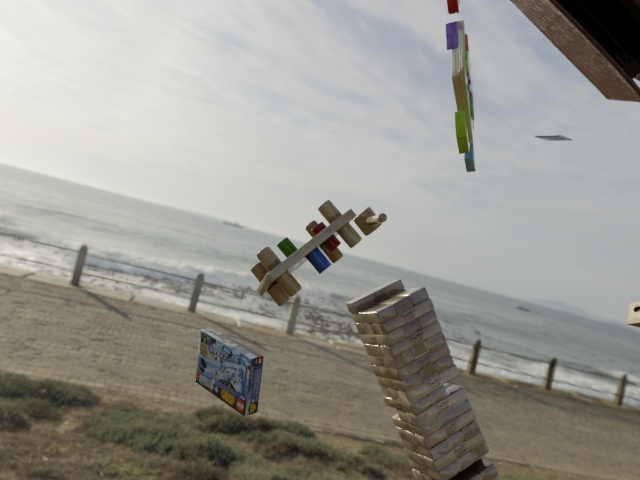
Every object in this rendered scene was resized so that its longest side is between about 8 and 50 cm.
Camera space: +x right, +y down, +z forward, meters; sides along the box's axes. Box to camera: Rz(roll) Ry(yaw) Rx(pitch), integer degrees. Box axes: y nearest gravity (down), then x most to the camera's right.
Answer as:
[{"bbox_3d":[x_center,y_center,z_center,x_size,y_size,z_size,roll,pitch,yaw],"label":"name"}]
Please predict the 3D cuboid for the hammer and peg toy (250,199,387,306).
[{"bbox_3d":[0.000,0.000,1.352,0.127,0.361,0.266,51,-16,3],"label":"hammer and peg toy"}]

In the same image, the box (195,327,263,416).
[{"bbox_3d":[-0.146,0.204,0.881,0.027,0.093,0.137,-2,15,-45],"label":"box"}]

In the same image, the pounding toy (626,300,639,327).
[{"bbox_3d":[1.048,0.221,1.719,0.130,0.100,0.141,14,-13,2],"label":"pounding toy"}]

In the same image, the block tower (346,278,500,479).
[{"bbox_3d":[0.151,0.226,0.808,0.091,0.335,0.097,-23,0,-22],"label":"block tower"}]

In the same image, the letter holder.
[{"bbox_3d":[0.451,-0.363,0.853,0.302,0.152,0.214,38,13,-13],"label":"letter holder"}]

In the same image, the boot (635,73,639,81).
[{"bbox_3d":[0.956,-0.463,1.619,0.087,0.118,0.042,24,-38,18],"label":"boot"}]

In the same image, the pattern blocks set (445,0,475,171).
[{"bbox_3d":[0.254,-0.283,0.991,0.026,0.285,0.325,-3,-22,19],"label":"pattern blocks set"}]

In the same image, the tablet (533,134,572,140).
[{"bbox_3d":[0.598,-0.265,1.439,0.054,0.006,0.083,10,5,-26],"label":"tablet"}]
